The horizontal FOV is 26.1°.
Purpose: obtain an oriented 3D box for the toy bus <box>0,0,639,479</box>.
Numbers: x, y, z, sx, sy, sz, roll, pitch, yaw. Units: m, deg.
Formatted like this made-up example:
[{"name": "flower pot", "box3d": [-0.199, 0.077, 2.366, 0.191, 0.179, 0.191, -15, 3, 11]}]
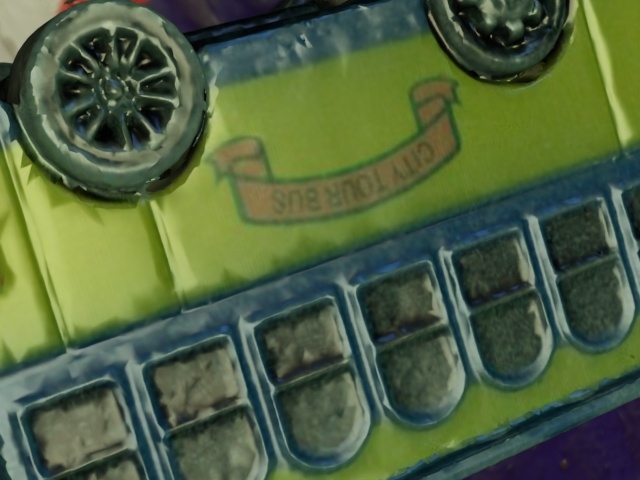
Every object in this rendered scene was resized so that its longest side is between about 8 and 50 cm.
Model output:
[{"name": "toy bus", "box3d": [0.000, 0.000, 0.495, 0.312, 0.152, 0.190, -19, 95, -27]}]
